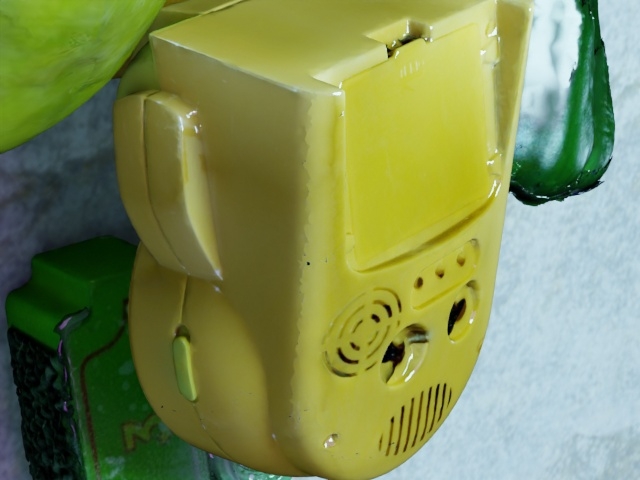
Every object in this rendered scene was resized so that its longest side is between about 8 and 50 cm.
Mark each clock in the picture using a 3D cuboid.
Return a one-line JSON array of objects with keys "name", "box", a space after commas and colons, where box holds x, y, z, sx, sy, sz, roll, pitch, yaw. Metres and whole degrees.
[{"name": "clock", "box": [0.000, 0.000, 1.182, 0.244, 0.200, 0.317, -24, 122, -41]}]

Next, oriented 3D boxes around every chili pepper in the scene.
[{"name": "chili pepper", "box": [0.091, -0.146, 1.377, 0.233, 0.249, 0.256, -13, 108, -64]}]

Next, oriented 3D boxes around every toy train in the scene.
[{"name": "toy train", "box": [-0.114, 0.100, 1.328, 0.188, 0.132, 0.243, -16, 109, -30]}]

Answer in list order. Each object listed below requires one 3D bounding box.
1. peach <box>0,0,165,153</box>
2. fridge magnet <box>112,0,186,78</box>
[{"name": "peach", "box": [-0.208, -0.196, 1.050, 0.314, 0.315, 0.281, -24, 125, 8]}, {"name": "fridge magnet", "box": [-0.138, -0.178, 1.277, 0.143, 0.063, 0.143, -13, 110, -37]}]
